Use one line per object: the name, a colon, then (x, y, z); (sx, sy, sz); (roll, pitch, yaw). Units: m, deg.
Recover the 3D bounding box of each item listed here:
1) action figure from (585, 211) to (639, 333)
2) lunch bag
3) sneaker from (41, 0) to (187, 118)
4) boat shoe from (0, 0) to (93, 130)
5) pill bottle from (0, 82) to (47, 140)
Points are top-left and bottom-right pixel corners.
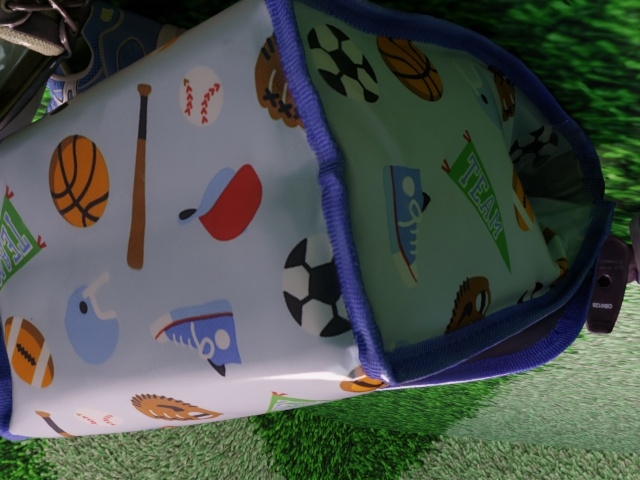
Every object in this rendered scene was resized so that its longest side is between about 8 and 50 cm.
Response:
action figure: (0.253, 0.030, 0.779); (0.185, 0.099, 0.285); (-8, 175, 3)
lunch bag: (0.000, 0.000, 0.600); (0.328, 0.239, 0.385); (-14, 177, 35)
sneaker: (-0.182, -0.128, 0.659); (0.081, 0.080, 0.211); (25, 148, -32)
boat shoe: (-0.165, -0.130, 0.467); (0.223, 0.073, 0.080); (-44, 146, 25)
pill bottle: (-0.334, -0.150, 0.537); (0.160, 0.160, 0.283); (-5, 156, 42)
